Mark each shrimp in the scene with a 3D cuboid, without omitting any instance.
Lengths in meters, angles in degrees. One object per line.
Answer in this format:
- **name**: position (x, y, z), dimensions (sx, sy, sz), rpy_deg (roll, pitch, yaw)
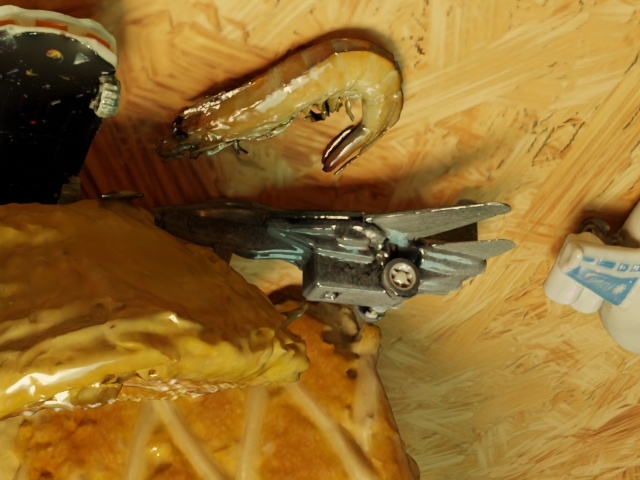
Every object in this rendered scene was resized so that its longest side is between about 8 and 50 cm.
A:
- **shrimp**: position (-0.023, -0.080, 0.719), dimensions (0.178, 0.034, 0.124), rpy_deg (-27, 145, 5)

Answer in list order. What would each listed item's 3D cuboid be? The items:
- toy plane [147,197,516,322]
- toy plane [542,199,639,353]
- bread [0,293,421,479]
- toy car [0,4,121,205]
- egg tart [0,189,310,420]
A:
- **toy plane**: position (0.001, 0.011, 0.782), dimensions (0.267, 0.088, 0.212), rpy_deg (2, 160, -18)
- **toy plane**: position (0.322, 0.008, 0.866), dimensions (0.266, 0.123, 0.267), rpy_deg (-9, 142, -7)
- **bread**: position (-0.075, 0.291, 0.857), dimensions (0.371, 0.390, 0.279), rpy_deg (-17, 150, -1)
- **toy car**: position (-0.191, -0.073, 0.643), dimensions (0.095, 0.056, 0.205), rpy_deg (5, 152, -24)
- **egg tart**: position (-0.176, 0.056, 0.671), dimensions (0.339, 0.153, 0.351), rpy_deg (-8, 177, -8)
